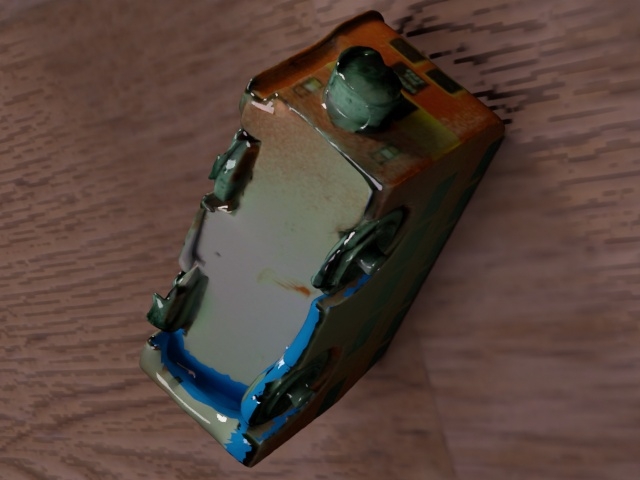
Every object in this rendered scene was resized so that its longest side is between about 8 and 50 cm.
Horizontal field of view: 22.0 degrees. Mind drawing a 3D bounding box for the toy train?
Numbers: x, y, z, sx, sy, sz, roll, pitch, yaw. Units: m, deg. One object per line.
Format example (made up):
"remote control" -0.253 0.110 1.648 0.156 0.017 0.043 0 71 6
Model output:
"toy train" 0.000 0.000 0.620 0.072 0.099 0.188 44 135 18
